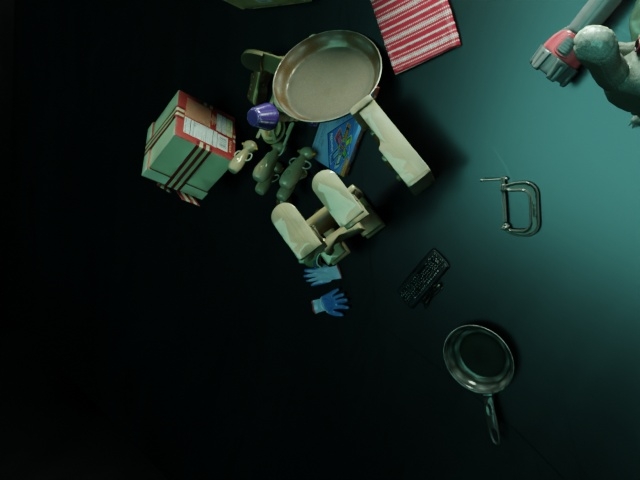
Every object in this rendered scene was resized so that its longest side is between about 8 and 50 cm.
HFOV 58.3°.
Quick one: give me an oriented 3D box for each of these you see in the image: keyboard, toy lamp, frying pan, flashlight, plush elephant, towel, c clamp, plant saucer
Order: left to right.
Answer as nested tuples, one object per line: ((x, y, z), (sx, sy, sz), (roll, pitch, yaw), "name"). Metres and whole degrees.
((-0.099, -0.358, 1.650), (0.080, 0.275, 0.080), (11, 109, 35), "toy lamp")
((0.020, -0.445, 1.587), (0.311, 0.050, 0.310), (-7, 64, 14), "plant saucer")
((0.235, -0.595, 1.483), (0.199, 0.031, 0.274), (-16, 94, 38), "towel")
((0.291, 0.121, 1.624), (0.100, 0.038, 0.192), (46, 126, 20), "keyboard")
((0.464, 0.373, 1.545), (0.197, 0.053, 0.326), (-40, 79, 38), "frying pan")
((0.479, -0.085, 1.433), (0.137, 0.022, 0.160), (-7, 96, 34), "c clamp")
((0.578, -0.475, 1.204), (0.304, 0.103, 0.103), (-55, 34, 29), "flashlight")
((0.664, -0.369, 1.072), (0.272, 0.330, 0.255), (28, 95, 29), "plush elephant")

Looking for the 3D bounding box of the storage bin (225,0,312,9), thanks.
((-0.190, -0.760, 1.630), (0.263, 0.260, 0.123), (10, 96, 36), "storage bin")

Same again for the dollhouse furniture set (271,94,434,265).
((0.065, -0.148, 1.540), (0.394, 0.362, 0.256), (-38, 77, 10), "dollhouse furniture set")

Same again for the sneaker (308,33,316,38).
((-0.035, -0.572, 1.701), (0.083, 0.032, 0.036), (-37, 78, 39), "sneaker")

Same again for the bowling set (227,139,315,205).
((-0.133, -0.211, 1.830), (0.287, 0.154, 0.199), (21, 158, 30), "bowling set")

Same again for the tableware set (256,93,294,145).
((-0.131, -0.393, 1.771), (0.128, 0.039, 0.194), (21, 89, 33), "tableware set")

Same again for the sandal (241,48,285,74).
((-0.115, -0.536, 1.742), (0.240, 0.079, 0.088), (20, 140, 0), "sandal")

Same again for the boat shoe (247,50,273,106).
((-0.196, -0.517, 1.823), (0.060, 0.064, 0.177), (35, 124, 24), "boat shoe")

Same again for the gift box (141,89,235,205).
((-0.429, -0.291, 1.926), (0.258, 0.277, 0.255), (-38, 38, 36), "gift box")

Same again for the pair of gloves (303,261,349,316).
((0.016, 0.154, 1.861), (0.159, 0.023, 0.198), (-13, 94, 40), "pair of gloves")

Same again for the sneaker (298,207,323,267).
((0.000, 0.000, 1.812), (0.086, 0.064, 0.192), (23, 107, 13), "sneaker")

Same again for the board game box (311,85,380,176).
((0.066, -0.344, 1.685), (0.145, 0.027, 0.281), (36, 122, 27), "board game box")
